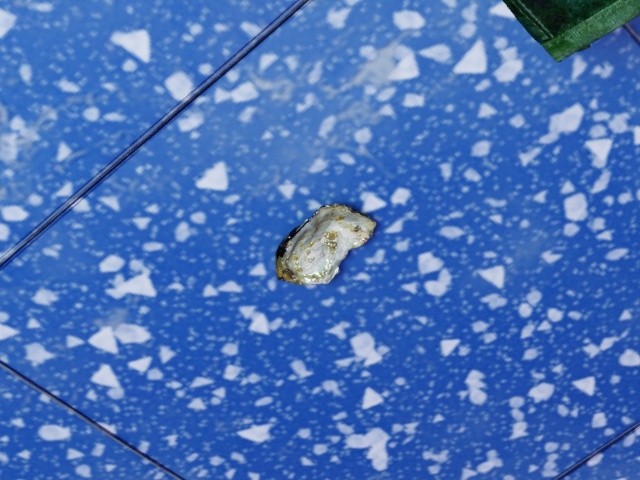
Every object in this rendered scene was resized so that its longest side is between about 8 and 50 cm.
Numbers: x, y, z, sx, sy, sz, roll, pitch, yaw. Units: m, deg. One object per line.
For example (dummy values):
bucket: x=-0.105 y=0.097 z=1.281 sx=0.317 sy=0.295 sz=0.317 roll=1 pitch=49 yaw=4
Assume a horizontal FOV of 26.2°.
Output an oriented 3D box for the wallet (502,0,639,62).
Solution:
wallet: x=0.116 y=-0.220 z=0.743 sx=0.236 sy=0.055 sz=0.160 roll=51 pitch=135 yaw=-9

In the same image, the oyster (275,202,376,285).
oyster: x=-0.002 y=0.003 z=0.984 sx=0.054 sy=0.019 sz=0.083 roll=33 pitch=113 yaw=-31
